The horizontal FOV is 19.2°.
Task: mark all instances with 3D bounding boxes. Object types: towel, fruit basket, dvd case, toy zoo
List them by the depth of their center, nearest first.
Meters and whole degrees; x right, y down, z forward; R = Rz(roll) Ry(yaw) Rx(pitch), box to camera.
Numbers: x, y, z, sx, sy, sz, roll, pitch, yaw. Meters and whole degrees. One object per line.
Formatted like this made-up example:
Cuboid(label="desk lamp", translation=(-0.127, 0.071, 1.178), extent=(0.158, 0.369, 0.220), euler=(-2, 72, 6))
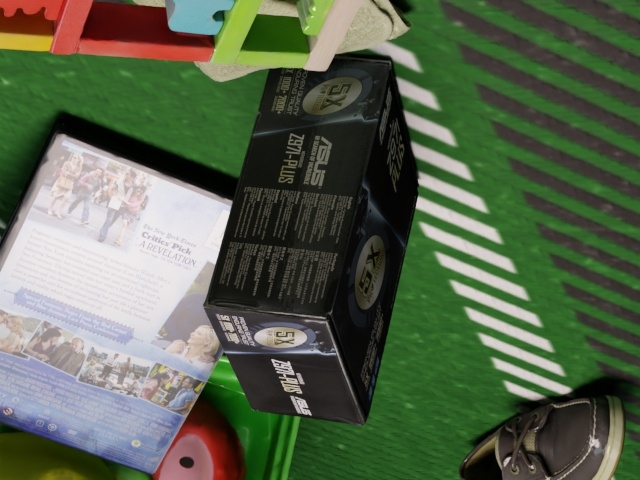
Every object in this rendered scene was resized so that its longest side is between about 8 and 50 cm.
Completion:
Cuboid(label="toy zoo", translation=(-0.105, -0.161, 0.937), extent=(0.293, 0.030, 0.192), euler=(2, 147, -20))
Cuboid(label="towel", translation=(-0.033, -0.136, 1.084), extent=(0.148, 0.027, 0.110), euler=(-8, 145, 34))
Cuboid(label="dvd case", translation=(-0.151, 0.046, 1.347), extent=(0.180, 0.022, 0.253), euler=(22, 120, -15))
Cuboid(label="fruit basket", translation=(-0.182, 0.249, 1.507), extent=(0.283, 0.392, 0.392), euler=(10, 153, 4))

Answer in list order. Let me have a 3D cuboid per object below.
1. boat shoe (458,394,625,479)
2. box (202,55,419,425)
Cuboid(label="boat shoe", translation=(0.174, 0.175, 1.528), extent=(0.073, 0.080, 0.223), euler=(13, 158, -12))
Cuboid(label="box", translation=(0.000, 0.000, 1.161), extent=(0.077, 0.180, 0.147), euler=(6, 151, 15))
